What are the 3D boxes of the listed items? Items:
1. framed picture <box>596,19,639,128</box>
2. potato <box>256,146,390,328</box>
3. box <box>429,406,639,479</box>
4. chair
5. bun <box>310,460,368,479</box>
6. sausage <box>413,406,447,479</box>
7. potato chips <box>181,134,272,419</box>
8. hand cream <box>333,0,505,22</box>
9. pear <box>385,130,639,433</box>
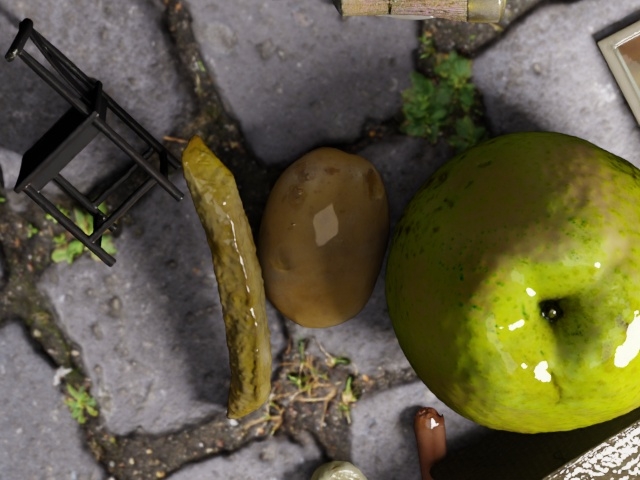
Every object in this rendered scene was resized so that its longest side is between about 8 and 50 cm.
[{"bbox_3d":[0.497,-0.163,1.830,0.211,0.020,0.289,-27,93,5],"label":"framed picture"},{"bbox_3d":[0.000,0.000,1.824,0.150,0.146,0.234,16,110,23],"label":"potato"},{"bbox_3d":[0.304,0.308,1.904,0.273,0.184,0.143,-31,108,-6],"label":"box"},{"bbox_3d":[-0.293,-0.117,1.742,0.141,0.154,0.260,-43,109,9],"label":"chair"},{"bbox_3d":[0.020,0.329,1.975,0.086,0.055,0.086,-4,103,-18],"label":"bun"},{"bbox_3d":[0.149,0.304,1.980,0.040,0.047,0.177,-1,109,15],"label":"sausage"},{"bbox_3d":[-0.104,0.063,1.810,0.080,0.057,0.407,11,127,28],"label":"potato chips"},{"bbox_3d":[0.115,-0.292,1.763,0.203,0.084,0.084,-4,109,1],"label":"hand cream"},{"bbox_3d":[0.262,0.054,1.740,0.391,0.391,0.391,-2,109,-5],"label":"pear"}]
